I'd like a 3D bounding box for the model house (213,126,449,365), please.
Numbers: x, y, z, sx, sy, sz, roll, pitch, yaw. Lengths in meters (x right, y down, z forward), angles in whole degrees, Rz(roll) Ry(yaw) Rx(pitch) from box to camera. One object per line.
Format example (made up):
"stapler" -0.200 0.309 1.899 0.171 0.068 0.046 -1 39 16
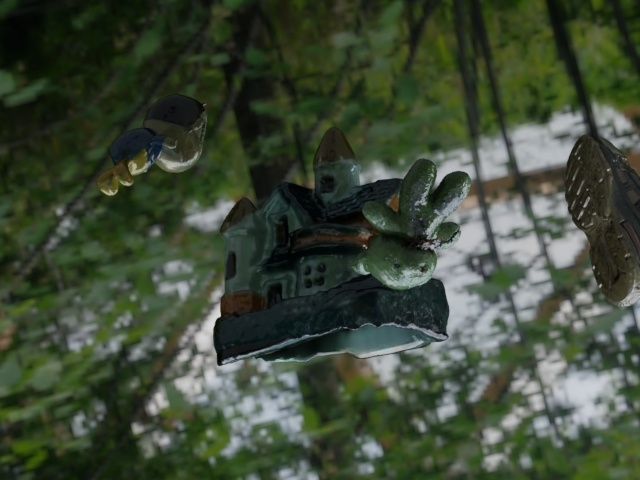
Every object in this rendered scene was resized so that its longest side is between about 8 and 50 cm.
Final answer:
"model house" 0.000 0.000 1.688 0.253 0.291 0.184 -16 159 37

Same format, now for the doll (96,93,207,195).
"doll" -0.195 -0.113 1.731 0.179 0.089 0.102 -50 -164 -32

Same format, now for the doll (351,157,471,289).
"doll" 0.099 -0.012 1.492 0.115 0.150 0.077 13 -155 -21

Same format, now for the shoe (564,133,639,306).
"shoe" 0.298 -0.026 1.347 0.092 0.180 0.089 -5 148 -17
